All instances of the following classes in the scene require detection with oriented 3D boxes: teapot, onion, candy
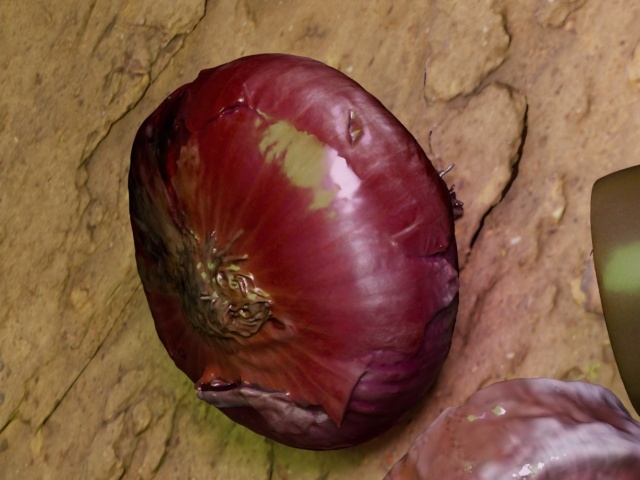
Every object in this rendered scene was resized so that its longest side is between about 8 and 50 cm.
[{"bbox_3d":[0.291,0.035,1.092,0.175,0.185,0.268,-14,47,21],"label":"teapot"},{"bbox_3d":[0.000,0.000,1.361,0.347,0.285,0.348,29,129,42],"label":"onion"},{"bbox_3d":[0.127,0.223,1.124,0.290,0.214,0.157,-61,37,24],"label":"candy"}]
